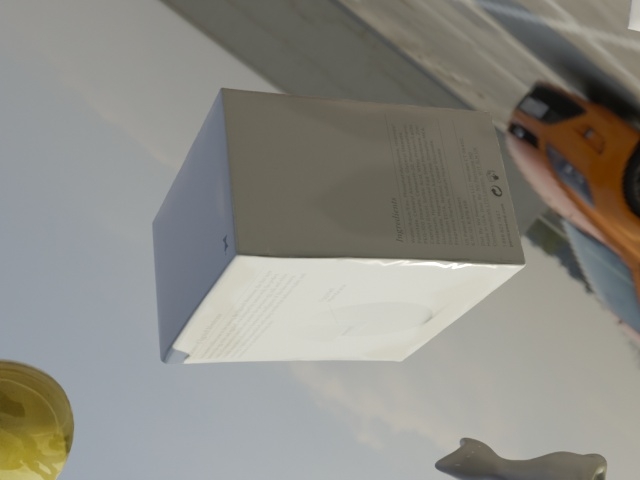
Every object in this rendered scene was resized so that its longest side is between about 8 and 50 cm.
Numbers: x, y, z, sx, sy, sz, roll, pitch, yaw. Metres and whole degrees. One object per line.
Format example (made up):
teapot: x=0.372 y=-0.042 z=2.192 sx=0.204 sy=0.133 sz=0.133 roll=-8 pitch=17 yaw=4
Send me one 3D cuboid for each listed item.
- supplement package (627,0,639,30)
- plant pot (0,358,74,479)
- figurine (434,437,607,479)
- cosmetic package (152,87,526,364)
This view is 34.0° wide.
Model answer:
supplement package: x=0.401 y=-0.313 z=1.006 sx=0.133 sy=0.244 sz=0.139 roll=17 pitch=142 yaw=24
plant pot: x=-0.287 y=0.154 z=0.884 sx=0.134 sy=0.134 sz=0.095 roll=40 pitch=166 yaw=19
figurine: x=0.209 y=0.312 z=1.248 sx=0.209 sy=0.092 sz=0.215 roll=8 pitch=-153 yaw=35
cosmetic package: x=0.000 y=0.000 z=0.833 sx=0.224 sy=0.224 sz=0.138 roll=1 pitch=-115 yaw=-23
